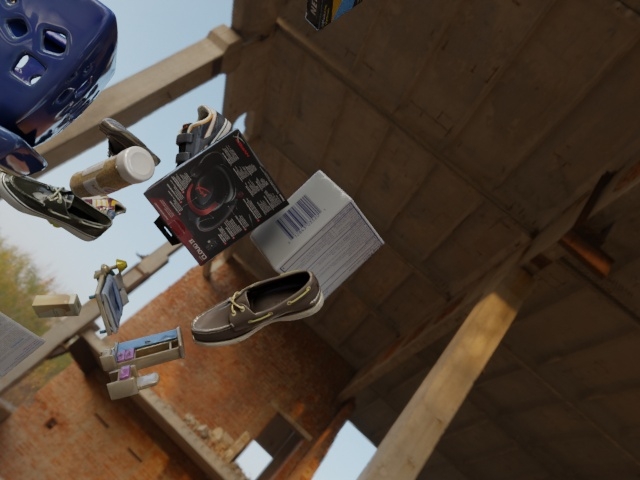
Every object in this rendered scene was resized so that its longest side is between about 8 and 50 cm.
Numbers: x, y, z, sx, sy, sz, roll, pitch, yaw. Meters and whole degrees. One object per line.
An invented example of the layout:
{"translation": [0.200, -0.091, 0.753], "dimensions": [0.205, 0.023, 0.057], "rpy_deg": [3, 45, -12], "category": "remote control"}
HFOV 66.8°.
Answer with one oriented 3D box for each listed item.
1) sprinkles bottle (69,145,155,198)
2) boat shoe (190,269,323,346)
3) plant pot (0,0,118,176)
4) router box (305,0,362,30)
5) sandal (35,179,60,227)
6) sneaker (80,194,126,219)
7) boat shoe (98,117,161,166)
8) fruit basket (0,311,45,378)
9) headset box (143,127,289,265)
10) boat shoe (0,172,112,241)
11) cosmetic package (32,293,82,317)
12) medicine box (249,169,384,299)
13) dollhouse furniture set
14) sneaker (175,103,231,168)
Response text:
{"translation": [-0.738, -0.228, 1.708], "dimensions": [0.355, 0.121, 0.121], "rpy_deg": [-11, -61, 35], "category": "sprinkles bottle"}
{"translation": [-0.156, 0.153, 1.131], "dimensions": [0.117, 0.324, 0.097], "rpy_deg": [-108, -179, -45], "category": "boat shoe"}
{"translation": [-0.397, -0.212, 0.567], "dimensions": [0.235, 0.212, 0.236], "rpy_deg": [29, -10, -21], "category": "plant pot"}
{"translation": [0.038, -0.516, 0.944], "dimensions": [0.046, 0.133, 0.179], "rpy_deg": [47, -16, 10], "category": "router box"}
{"translation": [-0.965, -0.135, 1.740], "dimensions": [0.138, 0.126, 0.317], "rpy_deg": [2, -14, 12], "category": "sandal"}
{"translation": [-0.654, -0.087, 1.426], "dimensions": [0.083, 0.185, 0.070], "rpy_deg": [22, -66, 9], "category": "sneaker"}
{"translation": [-0.736, -0.336, 1.854], "dimensions": [0.132, 0.130, 0.355], "rpy_deg": [37, -7, 16], "category": "boat shoe"}
{"translation": [-0.934, 0.267, 1.178], "dimensions": [0.165, 0.327, 0.353], "rpy_deg": [38, -15, 38], "category": "fruit basket"}
{"translation": [-0.259, -0.098, 1.166], "dimensions": [0.218, 0.293, 0.110], "rpy_deg": [55, -4, -18], "category": "headset box"}
{"translation": [-0.523, -0.077, 0.968], "dimensions": [0.070, 0.078, 0.219], "rpy_deg": [-28, -42, 25], "category": "boat shoe"}
{"translation": [-0.768, 0.191, 1.417], "dimensions": [0.041, 0.115, 0.060], "rpy_deg": [-101, -170, -48], "category": "cosmetic package"}
{"translation": [0.000, 0.000, 1.347], "dimensions": [0.149, 0.263, 0.289], "rpy_deg": [48, 2, 35], "category": "medicine box"}
{"translation": [-0.513, 0.218, 1.362], "dimensions": [0.286, 0.198, 0.304], "rpy_deg": [-142, -139, -67], "category": "dollhouse furniture set"}
{"translation": [-0.422, -0.300, 1.591], "dimensions": [0.126, 0.321, 0.127], "rpy_deg": [-1, -32, 45], "category": "sneaker"}
